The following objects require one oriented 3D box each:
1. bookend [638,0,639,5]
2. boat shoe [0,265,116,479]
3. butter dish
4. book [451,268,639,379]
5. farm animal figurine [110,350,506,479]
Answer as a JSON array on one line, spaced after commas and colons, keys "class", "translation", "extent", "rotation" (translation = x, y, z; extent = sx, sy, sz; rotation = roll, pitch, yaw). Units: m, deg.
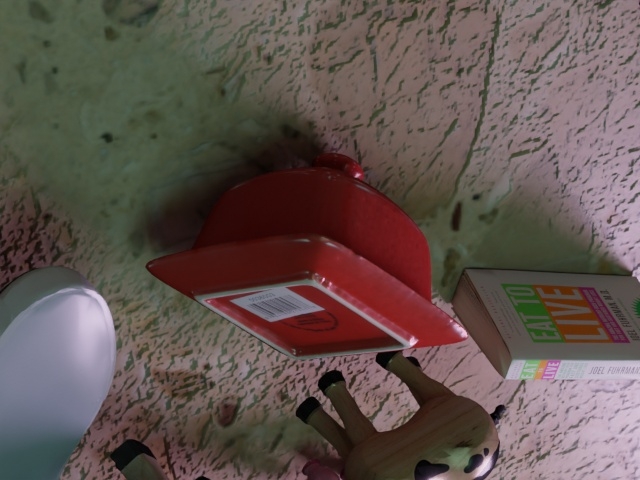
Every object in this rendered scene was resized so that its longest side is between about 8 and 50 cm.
[{"class": "bookend", "translation": [0.309, -0.140, 1.213], "extent": [0.156, 0.157, 0.072], "rotation": [-1, 127, -21]}, {"class": "boat shoe", "translation": [-0.214, 0.118, 1.230], "extent": [0.113, 0.105, 0.306], "rotation": [-17, 142, -33]}, {"class": "butter dish", "translation": [0.000, 0.000, 1.228], "extent": [0.160, 0.118, 0.160], "rotation": [-9, 149, 42]}, {"class": "book", "translation": [0.177, 0.063, 1.355], "extent": [0.144, 0.096, 0.035], "rotation": [1, 125, -24]}, {"class": "farm animal figurine", "translation": [-0.038, 0.230, 1.287], "extent": [0.327, 0.172, 0.330], "rotation": [11, 121, -51]}]
